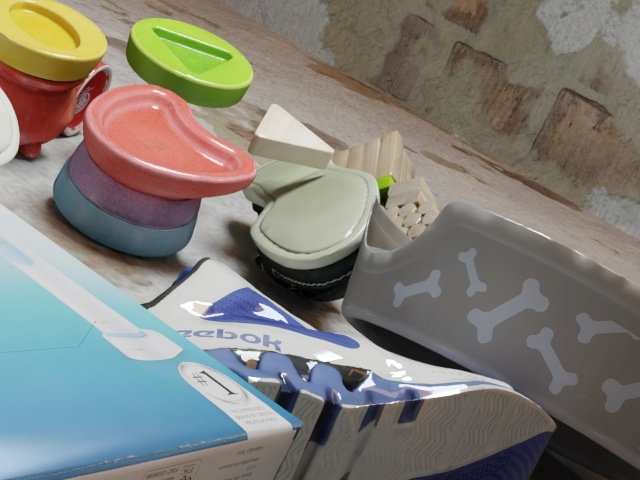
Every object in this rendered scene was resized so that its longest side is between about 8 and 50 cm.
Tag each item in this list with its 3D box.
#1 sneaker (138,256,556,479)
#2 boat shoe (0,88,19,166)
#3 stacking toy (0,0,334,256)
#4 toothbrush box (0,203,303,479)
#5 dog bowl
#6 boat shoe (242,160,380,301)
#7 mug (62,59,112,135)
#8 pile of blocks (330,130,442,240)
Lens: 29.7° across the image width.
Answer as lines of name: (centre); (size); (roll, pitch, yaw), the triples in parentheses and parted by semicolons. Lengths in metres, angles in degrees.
sneaker: (-0.013, 0.088, 0.744); (0.315, 0.127, 0.182); (14, 20, -38)
boat shoe: (-0.350, -0.092, 0.848); (0.305, 0.091, 0.109); (6, 67, -55)
stacking toy: (-0.170, -0.099, 1.157); (0.279, 0.130, 0.309); (-5, 42, -45)
toothbrush box: (-0.193, 0.058, 0.509); (0.295, 0.126, 0.216); (33, 15, 26)
dog bowl: (0.170, 0.090, 0.939); (0.348, 0.102, 0.349); (29, -7, 4)
boat shoe: (-0.004, 0.002, 1.159); (0.113, 0.127, 0.340); (68, -10, -18)
mug: (-0.330, -0.180, 1.307); (0.169, 0.150, 0.113); (32, -23, 4)
pile of blocks: (0.091, 0.017, 1.324); (0.113, 0.149, 0.362); (56, 2, -33)
